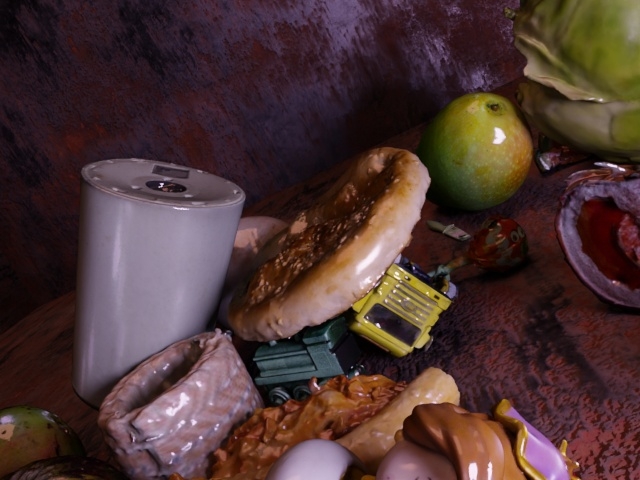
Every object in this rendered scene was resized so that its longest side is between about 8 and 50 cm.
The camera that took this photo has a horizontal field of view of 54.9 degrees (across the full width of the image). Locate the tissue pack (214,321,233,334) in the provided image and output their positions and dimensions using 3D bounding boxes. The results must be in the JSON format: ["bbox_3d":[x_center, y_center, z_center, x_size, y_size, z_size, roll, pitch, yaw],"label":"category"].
[{"bbox_3d":[-0.236,0.190,1.291,0.109,0.060,0.148,-19,16,28],"label":"tissue pack"}]

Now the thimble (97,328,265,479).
[{"bbox_3d":[-0.189,0.233,0.839,0.196,0.148,0.229,-20,13,29],"label":"thimble"}]

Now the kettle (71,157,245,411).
[{"bbox_3d":[-0.289,0.060,1.066,0.250,0.376,0.361,8,18,-15],"label":"kettle"}]

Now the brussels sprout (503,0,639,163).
[{"bbox_3d":[0.540,-0.288,1.021,0.426,0.342,0.361,4,32,-35],"label":"brussels sprout"}]

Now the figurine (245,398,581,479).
[{"bbox_3d":[0.063,0.204,0.470,0.264,0.142,0.189,-22,-9,19],"label":"figurine"}]

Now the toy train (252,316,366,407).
[{"bbox_3d":[-0.020,0.169,0.832,0.171,0.111,0.071,-17,12,37],"label":"toy train"}]

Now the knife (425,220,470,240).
[{"bbox_3d":[0.255,-0.023,1.247,0.030,0.014,0.207,-28,14,-4],"label":"knife"}]

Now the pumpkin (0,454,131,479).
[{"bbox_3d":[-0.308,0.332,0.656,0.238,0.159,0.238,-21,15,6],"label":"pumpkin"}]

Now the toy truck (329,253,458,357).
[{"bbox_3d":[0.077,0.081,0.926,0.157,0.124,0.272,-58,15,2],"label":"toy truck"}]

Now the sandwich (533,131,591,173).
[{"bbox_3d":[0.535,-0.223,1.314,0.235,0.079,0.159,-31,13,-18],"label":"sandwich"}]

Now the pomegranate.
[{"bbox_3d":[-0.451,0.351,0.886,0.224,0.181,0.181,-52,19,-12],"label":"pomegranate"}]

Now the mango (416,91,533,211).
[{"bbox_3d":[0.299,-0.163,1.273,0.201,0.225,0.382,-26,-7,-15],"label":"mango"}]

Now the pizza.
[{"bbox_3d":[-0.020,0.224,0.689,0.366,0.073,0.182,-23,22,13],"label":"pizza"}]

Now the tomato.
[{"bbox_3d":[0.382,-0.028,0.659,0.155,0.180,0.214,-30,16,-33],"label":"tomato"}]

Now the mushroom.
[{"bbox_3d":[-0.119,0.081,1.214,0.244,0.243,0.243,-26,13,6],"label":"mushroom"}]

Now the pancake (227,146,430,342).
[{"bbox_3d":[0.000,0.000,0.911,0.387,0.082,0.387,-39,16,14],"label":"pancake"}]

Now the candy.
[{"bbox_3d":[0.195,0.045,0.993,0.288,0.084,0.078,-28,15,31],"label":"candy"}]
